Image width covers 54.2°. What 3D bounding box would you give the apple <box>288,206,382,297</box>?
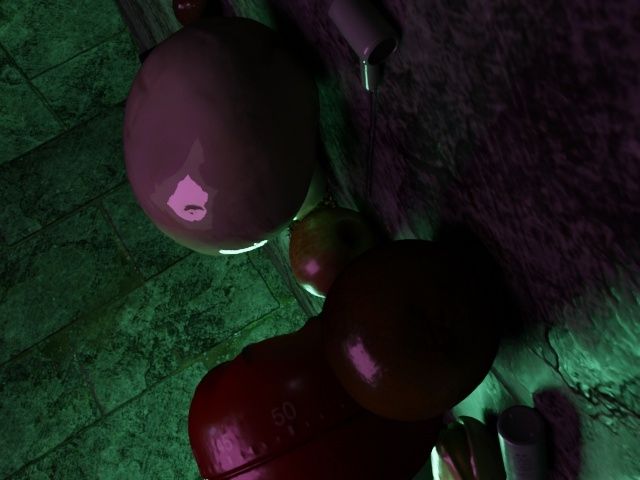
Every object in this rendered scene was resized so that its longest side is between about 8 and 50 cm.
[{"bbox_3d":[0.023,0.018,0.951,0.146,0.146,0.131,59,150,0],"label":"apple"}]

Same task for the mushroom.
[{"bbox_3d":[-0.141,-0.122,0.872,0.315,0.315,0.356,55,158,22],"label":"mushroom"}]

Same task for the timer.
[{"bbox_3d":[-0.003,0.260,0.935,0.378,0.377,0.279,105,140,-77],"label":"timer"}]

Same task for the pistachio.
[{"bbox_3d":[0.237,0.361,0.986,0.145,0.117,0.201,-110,5,-47],"label":"pistachio"}]

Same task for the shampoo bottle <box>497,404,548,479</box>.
[{"bbox_3d":[0.262,0.282,0.802,0.056,0.056,0.195,49,167,44],"label":"shampoo bottle"}]

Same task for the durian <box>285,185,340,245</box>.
[{"bbox_3d":[-0.007,0.005,1.108,0.137,0.095,0.221,-130,22,-57],"label":"durian"}]

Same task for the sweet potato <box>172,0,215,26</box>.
[{"bbox_3d":[-0.211,-0.400,1.046,0.075,0.074,0.269,60,167,-7],"label":"sweet potato"}]

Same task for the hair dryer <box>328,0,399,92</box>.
[{"bbox_3d":[0.043,-0.174,0.584,0.063,0.037,0.124,57,178,17],"label":"hair dryer"}]

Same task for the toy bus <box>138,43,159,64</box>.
[{"bbox_3d":[-0.227,-0.304,1.152,0.275,0.167,0.139,42,161,57],"label":"toy bus"}]

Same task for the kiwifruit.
[{"bbox_3d":[0.092,0.097,0.699,0.196,0.195,0.234,58,174,3],"label":"kiwifruit"}]

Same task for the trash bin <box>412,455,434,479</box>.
[{"bbox_3d":[0.140,0.419,1.376,0.263,0.217,0.277,62,-150,-30],"label":"trash bin"}]
